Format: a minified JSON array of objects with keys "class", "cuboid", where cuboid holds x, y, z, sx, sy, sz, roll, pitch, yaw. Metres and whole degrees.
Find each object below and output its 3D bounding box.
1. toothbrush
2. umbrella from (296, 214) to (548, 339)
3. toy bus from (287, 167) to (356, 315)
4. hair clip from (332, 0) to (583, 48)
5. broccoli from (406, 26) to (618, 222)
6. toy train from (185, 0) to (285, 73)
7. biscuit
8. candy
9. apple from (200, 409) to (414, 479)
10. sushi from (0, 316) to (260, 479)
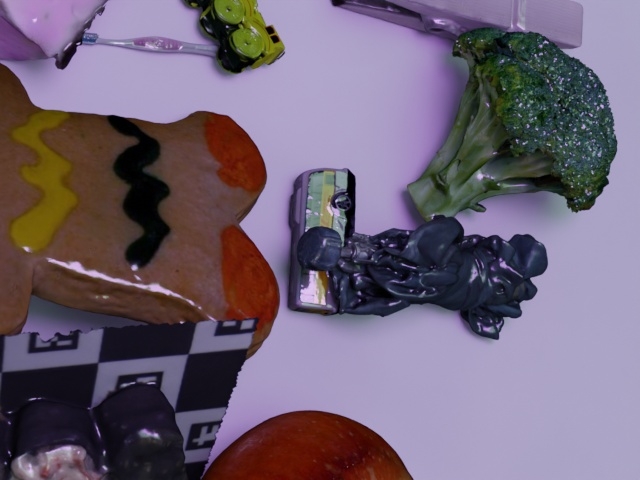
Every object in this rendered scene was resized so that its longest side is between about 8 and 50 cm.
[{"class":"toothbrush","cuboid":[-0.180,-0.222,1.275,0.204,0.022,0.017,2,84,-28]},{"class":"umbrella","cuboid":[0.123,0.037,1.290,0.349,0.094,0.143,12,100,-40]},{"class":"toy bus","cuboid":[0.000,0.000,1.303,0.072,0.057,0.171,5,79,-15]},{"class":"hair clip","cuboid":[0.177,-0.293,1.415,0.331,0.101,0.085,12,73,-25]},{"class":"broccoli","cuboid":[0.229,-0.112,1.355,0.269,0.254,0.269,-2,113,-6]},{"class":"toy train","cuboid":[-0.129,-0.310,1.292,0.085,0.053,0.249,-27,88,-38]},{"class":"biscuit","cuboid":[-0.227,-0.030,1.099,0.394,0.076,0.368,12,45,-23]},{"class":"candy","cuboid":[-0.277,-0.323,1.161,0.265,0.116,0.155,-61,140,-20]},{"class":"apple","cuboid":[-0.025,0.303,1.142,0.251,0.206,0.271,49,60,-43]},{"class":"sushi","cuboid":[-0.248,0.216,1.019,0.373,0.296,0.100,-1,43,-26]}]
